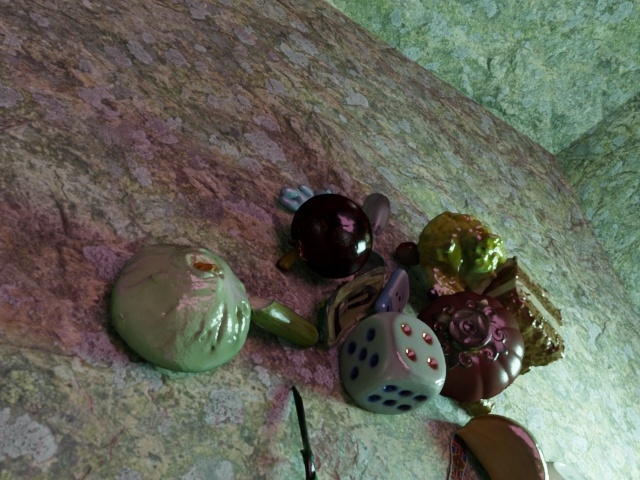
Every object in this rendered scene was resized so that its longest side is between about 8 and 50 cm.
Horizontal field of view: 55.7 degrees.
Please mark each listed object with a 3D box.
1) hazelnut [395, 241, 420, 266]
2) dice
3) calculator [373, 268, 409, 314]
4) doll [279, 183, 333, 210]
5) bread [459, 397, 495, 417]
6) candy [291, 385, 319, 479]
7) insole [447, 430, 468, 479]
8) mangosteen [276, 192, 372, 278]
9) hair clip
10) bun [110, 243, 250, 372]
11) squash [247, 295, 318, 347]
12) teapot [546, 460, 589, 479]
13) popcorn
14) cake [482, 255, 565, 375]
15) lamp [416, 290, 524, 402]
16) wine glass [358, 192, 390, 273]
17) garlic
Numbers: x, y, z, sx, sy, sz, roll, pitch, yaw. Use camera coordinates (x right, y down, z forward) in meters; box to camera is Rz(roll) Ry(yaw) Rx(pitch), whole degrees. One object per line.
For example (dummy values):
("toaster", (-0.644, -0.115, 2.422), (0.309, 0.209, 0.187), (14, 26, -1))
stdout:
("hazelnut", (0.281, 0.045, 1.931), (0.086, 0.086, 0.086), (28, 39, -26))
("dice", (0.174, 0.297, 1.467), (0.193, 0.194, 0.191), (26, 39, -31))
("calculator", (0.197, 0.172, 1.676), (0.210, 0.039, 0.121), (-51, 139, -45))
("doll", (-0.043, -0.107, 1.746), (0.180, 0.075, 0.119), (12, 89, -24))
("bread", (0.446, 0.449, 1.718), (0.083, 0.070, 0.076), (48, 36, -4))
("candy", (-0.027, 0.434, 1.234), (0.097, 0.097, 0.323), (23, 34, -31))
("insole", (0.352, 0.570, 1.555), (0.065, 0.006, 0.193), (41, 35, -9))
("mangosteen", (0.000, 0.000, 1.574), (0.262, 0.235, 0.235), (-28, 76, -20))
("hair clip", (0.067, 0.161, 1.576), (0.091, 0.138, 0.321), (13, 21, 29))
("bun", (-0.252, 0.109, 1.199), (0.293, 0.187, 0.293), (31, 37, -27))
("squash", (-0.085, 0.184, 1.371), (0.239, 0.069, 0.069), (37, 33, -43))
("teapot", (0.671, 0.705, 1.657), (0.298, 0.139, 0.204), (21, 11, -29))
("popcorn", (0.431, 0.041, 1.855), (0.293, 0.293, 0.237), (53, 5, 7))
("cake", (0.577, 0.246, 1.889), (0.255, 0.282, 0.290), (48, 30, -12))
("lamp", (0.394, 0.285, 1.642), (0.257, 0.304, 0.303), (74, -1, -58))
("wine glass", (0.223, 0.023, 1.884), (0.264, 0.096, 0.309), (40, 34, -19))
("garlic", (0.490, 0.618, 1.574), (0.196, 0.151, 0.338), (-14, 67, -15))
